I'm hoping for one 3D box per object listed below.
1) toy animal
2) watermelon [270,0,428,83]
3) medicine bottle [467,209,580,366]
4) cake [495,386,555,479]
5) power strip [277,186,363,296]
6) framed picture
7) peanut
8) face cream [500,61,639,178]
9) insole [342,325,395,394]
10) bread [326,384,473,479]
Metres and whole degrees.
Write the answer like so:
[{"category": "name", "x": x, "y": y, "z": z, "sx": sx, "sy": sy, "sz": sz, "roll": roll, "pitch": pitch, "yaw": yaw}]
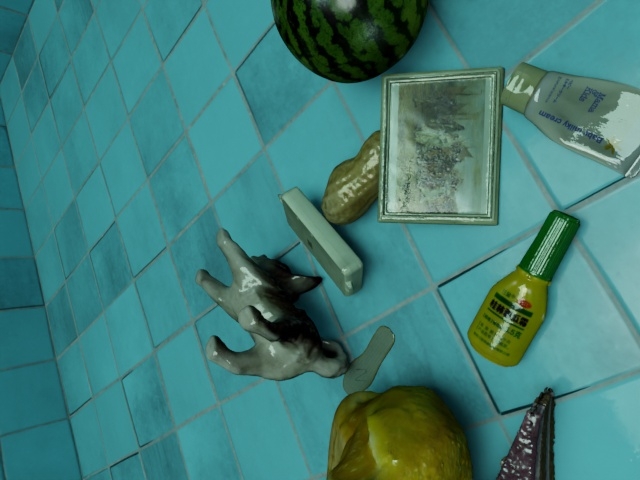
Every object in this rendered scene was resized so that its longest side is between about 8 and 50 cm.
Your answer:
[{"category": "toy animal", "x": -0.095, "y": 0.153, "z": 1.030, "sx": 0.194, "sy": 0.302, "sz": 0.344, "roll": -53, "pitch": 35, "yaw": 22}, {"category": "watermelon", "x": 0.053, "y": -0.429, "z": 0.847, "sx": 0.284, "sy": 0.285, "sz": 0.286, "roll": 1, "pitch": 91, "yaw": 40}, {"category": "medicine bottle", "x": 0.326, "y": 0.076, "z": 0.760, "sx": 0.095, "sy": 0.064, "sz": 0.261, "roll": 35, "pitch": 111, "yaw": 35}, {"category": "cake", "x": 0.322, "y": 0.376, "z": 0.736, "sx": 0.112, "sy": 0.115, "sz": 0.296, "roll": 16, "pitch": 103, "yaw": 35}, {"category": "power strip", "x": 0.000, "y": 0.000, "z": 1.010, "sx": 0.270, "sy": 0.046, "sz": 0.118, "roll": 50, "pitch": 164, "yaw": 28}, {"category": "framed picture", "x": 0.206, "y": -0.163, "z": 0.837, "sx": 0.216, "sy": 0.017, "sz": 0.275, "roll": 0, "pitch": 91, "yaw": 17}, {"category": "peanut", "x": 0.079, "y": -0.124, "z": 0.945, "sx": 0.108, "sy": 0.095, "sz": 0.226, "roll": 50, "pitch": 120, "yaw": 15}, {"category": "face cream", "x": 0.389, "y": -0.193, "z": 0.712, "sx": 0.224, "sy": 0.070, "sz": 0.114, "roll": 35, "pitch": 113, "yaw": 25}, {"category": "insole", "x": 0.098, "y": 0.254, "z": 0.994, "sx": 0.064, "sy": 0.004, "sz": 0.189, "roll": 43, "pitch": 117, "yaw": 30}, {"category": "bread", "x": 0.124, "y": 0.438, "z": 0.769, "sx": 0.249, "sy": 0.361, "sz": 0.395, "roll": 7, "pitch": 93, "yaw": 4}]
